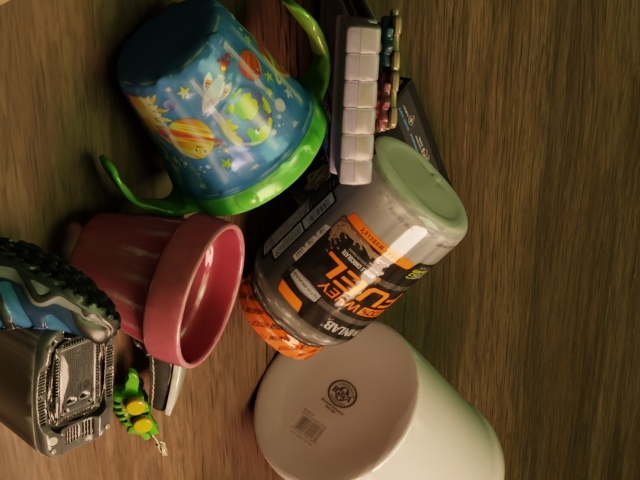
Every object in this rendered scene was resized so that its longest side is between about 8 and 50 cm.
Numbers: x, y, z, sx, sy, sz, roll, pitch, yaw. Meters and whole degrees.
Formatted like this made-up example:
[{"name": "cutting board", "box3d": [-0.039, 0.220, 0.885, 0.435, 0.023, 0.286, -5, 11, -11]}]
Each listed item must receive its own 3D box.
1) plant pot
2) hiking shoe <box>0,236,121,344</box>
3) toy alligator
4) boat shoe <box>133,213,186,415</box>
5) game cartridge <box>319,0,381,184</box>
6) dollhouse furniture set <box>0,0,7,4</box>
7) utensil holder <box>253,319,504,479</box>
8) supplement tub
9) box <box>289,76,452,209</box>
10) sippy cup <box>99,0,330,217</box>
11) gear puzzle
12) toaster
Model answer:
[{"name": "plant pot", "box3d": [-0.220, 0.048, 1.598, 0.201, 0.180, 0.201, 16, 90, -76]}, {"name": "hiking shoe", "box3d": [-0.383, 0.064, 1.421, 0.304, 0.113, 0.132, 25, 100, -12]}, {"name": "toy alligator", "box3d": [-0.273, 0.261, 1.808, 0.051, 0.056, 0.190, -14, 130, -1]}, {"name": "boat shoe", "box3d": [-0.226, 0.105, 1.757, 0.114, 0.091, 0.303, -93, -167, -77]}, {"name": "game cartridge", "box3d": [0.033, -0.242, 1.767, 0.355, 0.068, 0.230, -102, -162, -65]}, {"name": "dollhouse furniture set", "box3d": [-0.361, -0.315, 1.322, 0.151, 0.123, 0.144, -38, 135, -37]}, {"name": "utensil holder", "box3d": [0.106, 0.345, 2.128, 0.328, 0.327, 0.385, -59, 142, -15]}, {"name": "supplement tub", "box3d": [0.042, 0.019, 1.872, 0.338, 0.207, 0.207, -44, 153, 24]}, {"name": "box", "box3d": [0.096, -0.082, 2.106, 0.293, 0.073, 0.295, -53, 140, -26]}, {"name": "sippy cup", "box3d": [-0.144, -0.188, 1.616, 0.224, 0.240, 0.305, 52, 48, -39]}, {"name": "gear puzzle", "box3d": [0.070, -0.247, 1.863, 0.339, 0.044, 0.176, -162, -105, -83]}, {"name": "toaster", "box3d": [-0.351, 0.151, 1.556, 0.129, 0.146, 0.227, -23, 125, -47]}]
